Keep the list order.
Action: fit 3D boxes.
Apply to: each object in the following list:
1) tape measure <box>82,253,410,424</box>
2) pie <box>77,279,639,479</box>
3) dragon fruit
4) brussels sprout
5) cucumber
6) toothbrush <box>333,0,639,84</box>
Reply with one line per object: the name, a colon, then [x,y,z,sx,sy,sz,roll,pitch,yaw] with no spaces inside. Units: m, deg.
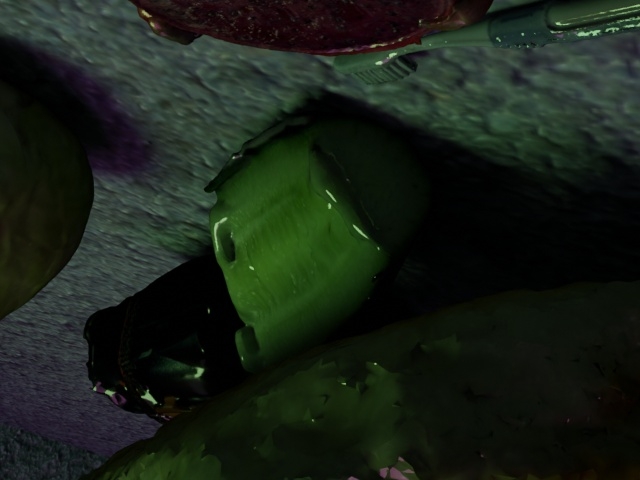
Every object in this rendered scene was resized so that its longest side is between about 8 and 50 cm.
tape measure: [-0.034,0.088,0.835,0.223,0.135,0.202,27,151,-29]
pie: [0.069,0.145,0.613,0.418,0.180,0.395,3,155,-18]
dragon fruit: [-0.008,-0.101,0.356,0.126,0.068,0.112,1,169,15]
brussels sprout: [-0.206,-0.025,0.671,0.131,0.145,0.183,40,123,14]
cucumber: [0.000,0.000,0.617,0.086,0.115,0.193,-20,169,-21]
toothbrush: [0.081,-0.074,0.409,0.019,0.016,0.219,31,159,-35]
